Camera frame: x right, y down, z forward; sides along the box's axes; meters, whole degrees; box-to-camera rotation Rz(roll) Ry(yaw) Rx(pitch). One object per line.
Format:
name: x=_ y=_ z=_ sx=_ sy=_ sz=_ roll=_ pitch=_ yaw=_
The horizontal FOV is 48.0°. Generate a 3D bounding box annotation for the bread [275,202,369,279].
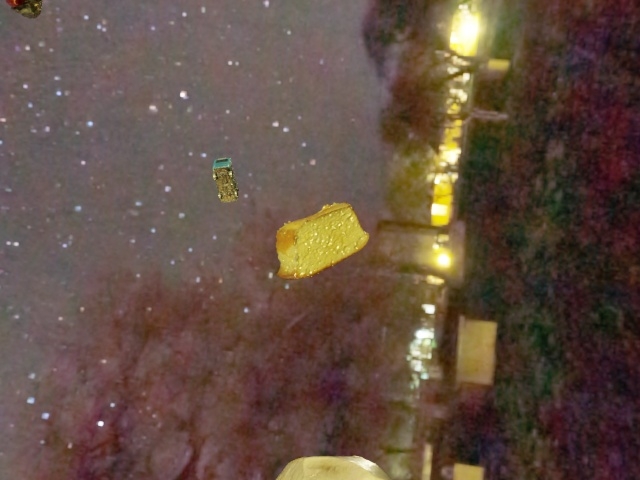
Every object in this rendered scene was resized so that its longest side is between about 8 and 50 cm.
bread: x=0.000 y=0.000 z=1.302 sx=0.065 sy=0.187 sz=0.103 roll=11 pitch=120 yaw=63

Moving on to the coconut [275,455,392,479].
coconut: x=0.015 y=0.290 z=0.702 sx=0.162 sy=0.161 sz=0.161 roll=-49 pitch=-29 yaw=-36

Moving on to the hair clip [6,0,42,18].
hair clip: x=-0.517 y=-0.528 z=1.241 sx=0.091 sy=0.138 sz=0.321 roll=-20 pitch=-22 yaw=-44

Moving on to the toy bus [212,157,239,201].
toy bus: x=-0.185 y=-0.118 z=1.408 sx=0.046 sy=0.038 sz=0.083 roll=-95 pitch=-3 yaw=-50
